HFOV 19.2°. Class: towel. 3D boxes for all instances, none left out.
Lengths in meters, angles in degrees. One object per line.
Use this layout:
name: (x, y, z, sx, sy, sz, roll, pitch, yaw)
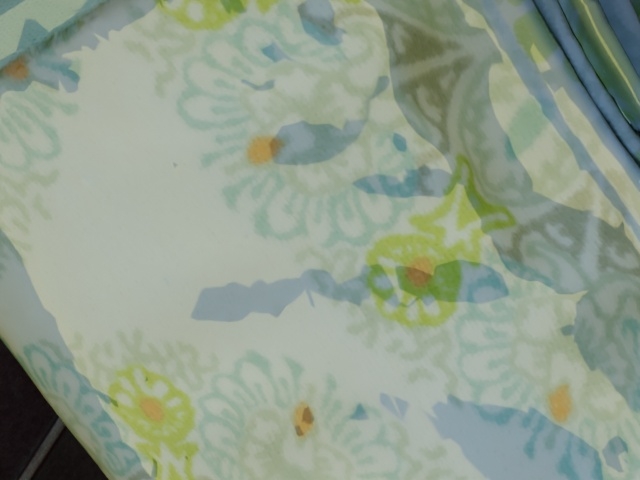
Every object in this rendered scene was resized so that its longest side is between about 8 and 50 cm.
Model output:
towel: (0.000, 0.000, 0.781, 0.374, 0.090, 0.320, -21, 108, 39)
